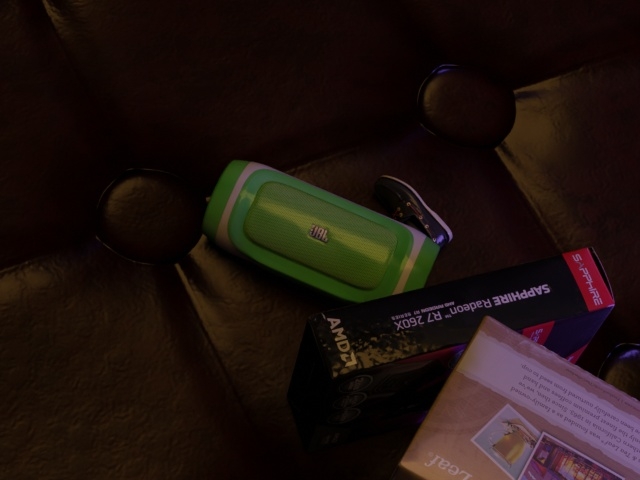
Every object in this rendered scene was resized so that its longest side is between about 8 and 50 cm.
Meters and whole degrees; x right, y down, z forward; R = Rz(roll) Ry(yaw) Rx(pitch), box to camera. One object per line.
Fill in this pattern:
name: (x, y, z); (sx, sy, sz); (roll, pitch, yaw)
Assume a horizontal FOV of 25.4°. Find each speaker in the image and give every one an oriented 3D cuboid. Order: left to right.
speaker: (0.000, 0.000, 1.856); (0.296, 0.131, 0.131); (23, 59, 5)

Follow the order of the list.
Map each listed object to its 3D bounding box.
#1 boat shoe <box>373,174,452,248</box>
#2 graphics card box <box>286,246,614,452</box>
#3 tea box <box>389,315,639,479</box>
boat shoe: (0.120, -0.036, 1.940); (0.133, 0.049, 0.042); (45, 55, 12)
graphics card box: (0.154, 0.136, 1.739); (0.371, 0.233, 0.094); (-12, 63, -16)
tea box: (0.245, 0.311, 1.599); (0.329, 0.323, 0.220); (30, 60, 8)
